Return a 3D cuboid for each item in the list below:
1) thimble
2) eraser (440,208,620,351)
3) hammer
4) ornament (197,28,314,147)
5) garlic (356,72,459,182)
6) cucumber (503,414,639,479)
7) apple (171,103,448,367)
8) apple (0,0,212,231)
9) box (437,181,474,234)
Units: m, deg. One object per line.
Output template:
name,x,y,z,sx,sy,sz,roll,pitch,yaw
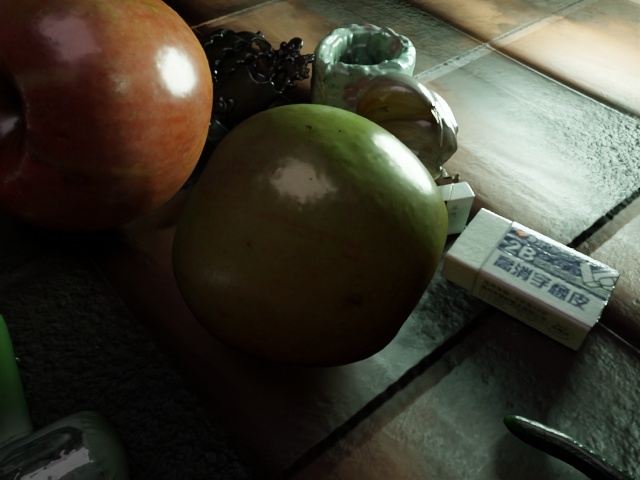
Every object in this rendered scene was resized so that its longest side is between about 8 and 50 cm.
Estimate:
thimble,0.071,-0.307,1.044,0.211,0.149,0.185,-35,58,-29
eraser,0.294,0.048,0.775,0.210,0.068,0.124,29,56,24
hammer,-0.351,0.200,0.606,0.206,0.119,0.335,-25,46,-22
ornament,-0.159,-0.310,1.006,0.260,0.106,0.251,-46,60,-2
garlic,0.124,-0.141,0.880,0.207,0.207,0.257,-2,43,-3
cucumber,0.296,0.246,0.614,0.184,0.036,0.033,28,45,24
apple,0.000,0.000,0.656,0.277,0.319,0.319,20,50,10
apple,-0.335,-0.200,0.806,0.364,0.364,0.364,0,47,0
box,0.151,-0.040,0.841,0.154,0.084,0.040,-9,48,-8
